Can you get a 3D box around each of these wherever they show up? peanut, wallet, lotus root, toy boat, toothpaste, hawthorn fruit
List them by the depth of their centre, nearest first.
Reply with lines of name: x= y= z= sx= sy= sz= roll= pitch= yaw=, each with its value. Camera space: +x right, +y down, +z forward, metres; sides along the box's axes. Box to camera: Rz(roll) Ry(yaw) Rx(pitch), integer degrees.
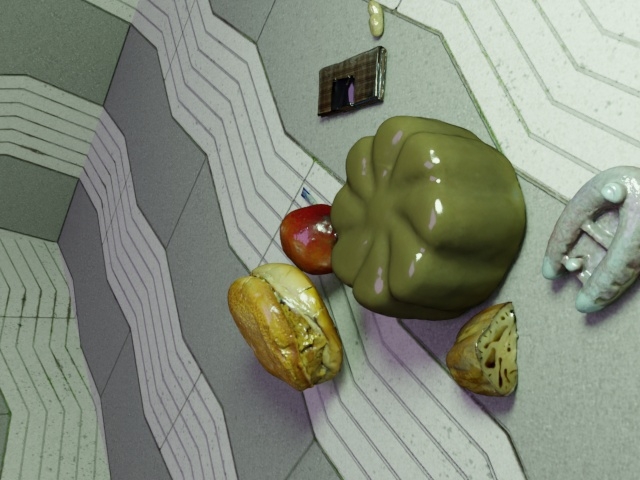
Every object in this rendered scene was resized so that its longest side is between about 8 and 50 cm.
toy boat: x=0.412 y=-0.007 z=1.101 sx=0.155 sy=0.085 sz=0.227 roll=57 pitch=130 yaw=44
lotus root: x=0.271 y=0.192 z=1.275 sx=0.135 sy=0.095 sz=0.159 roll=-34 pitch=53 yaw=52
hawthorn fruit: x=0.000 y=0.000 z=1.620 sx=0.188 sy=0.169 sz=0.169 roll=-156 pitch=74 yaw=-66
peanut: x=0.122 y=-0.489 z=1.634 sx=0.037 sy=0.037 sz=0.083 roll=-25 pitch=69 yaw=51
wallet: x=0.067 y=-0.357 z=1.689 sx=0.230 sy=0.042 sz=0.124 roll=-4 pitch=80 yaw=53
toothpaste: x=-0.030 y=-0.107 z=1.819 sx=0.083 sy=0.015 sz=0.024 roll=46 pitch=123 yaw=55

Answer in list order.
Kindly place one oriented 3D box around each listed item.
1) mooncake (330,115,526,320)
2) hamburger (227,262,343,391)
mooncake: x=0.169 y=-0.040 z=1.358 sx=0.378 sy=0.200 sz=0.378 roll=-13 pitch=74 yaw=53
hamburger: x=-0.079 y=0.192 z=1.652 sx=0.314 sy=0.170 sz=0.290 roll=9 pitch=123 yaw=62
